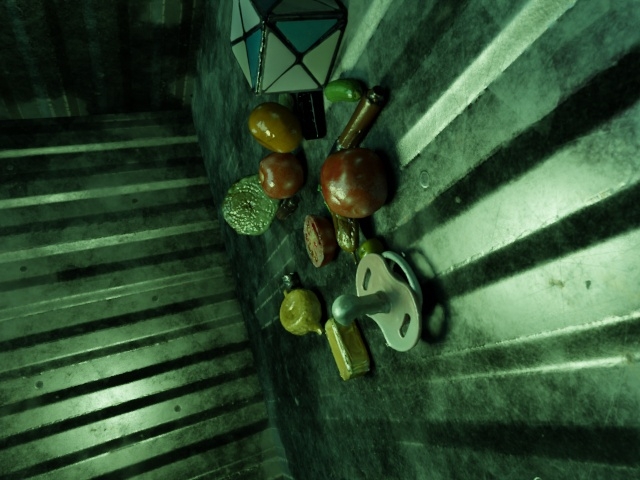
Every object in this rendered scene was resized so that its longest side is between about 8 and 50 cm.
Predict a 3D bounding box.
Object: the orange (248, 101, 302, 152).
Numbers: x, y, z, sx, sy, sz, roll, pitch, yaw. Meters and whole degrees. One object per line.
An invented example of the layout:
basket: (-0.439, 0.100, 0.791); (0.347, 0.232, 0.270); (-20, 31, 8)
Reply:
orange: (-0.181, -0.461, 1.869); (0.171, 0.240, 0.240); (-60, 27, -4)

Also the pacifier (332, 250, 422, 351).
pacifier: (0.180, 0.187, 1.389); (0.332, 0.273, 0.220); (52, 178, 44)

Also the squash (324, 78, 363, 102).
squash: (0.073, -0.492, 1.512); (0.219, 0.068, 0.077); (28, 130, 62)

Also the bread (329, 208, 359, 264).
bread: (0.081, -0.078, 1.594); (0.124, 0.084, 0.344); (95, 165, -67)

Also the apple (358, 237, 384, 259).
apple: (0.170, 0.036, 1.516); (0.089, 0.074, 0.090); (-39, 45, 53)

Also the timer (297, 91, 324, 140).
timer: (-0.034, -0.487, 1.779); (0.144, 0.055, 0.187); (-158, 56, -65)

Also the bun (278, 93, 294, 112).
bun: (-0.147, -0.578, 1.969); (0.115, 0.069, 0.115); (-174, 90, -81)

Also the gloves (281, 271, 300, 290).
gloves: (-0.134, 0.295, 2.260); (0.142, 0.119, 0.286); (141, 131, -76)

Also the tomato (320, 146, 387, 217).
tomato: (0.101, -0.179, 1.436); (0.232, 0.188, 0.232); (41, 138, 52)

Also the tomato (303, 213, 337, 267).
tomato: (0.002, -0.002, 1.861); (0.225, 0.085, 0.225); (166, 90, -69)

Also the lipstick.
lipstick: (0.102, -0.347, 1.500); (0.418, 0.077, 0.077); (-52, 53, 59)

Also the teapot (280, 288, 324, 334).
teapot: (-0.074, 0.324, 2.094); (0.203, 0.167, 0.311); (-56, 39, 11)

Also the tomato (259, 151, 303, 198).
tomato: (-0.167, -0.284, 1.993); (0.208, 0.184, 0.208); (171, 90, -73)

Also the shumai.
shumai: (-0.339, -0.176, 2.390); (0.263, 0.309, 0.304); (-32, -78, -89)

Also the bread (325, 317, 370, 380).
bread: (0.105, 0.410, 1.779); (0.136, 0.107, 0.241); (117, 137, -58)

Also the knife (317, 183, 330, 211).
knife: (0.033, -0.134, 1.702); (0.212, 0.015, 0.054); (59, -157, -45)

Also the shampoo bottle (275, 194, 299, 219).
shampoo bottle: (-0.153, -0.157, 2.162); (0.236, 0.067, 0.068); (141, 124, -64)

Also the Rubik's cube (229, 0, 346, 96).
Rubik's cube: (-0.127, -0.714, 1.573); (0.307, 0.305, 0.310); (66, 153, 26)
